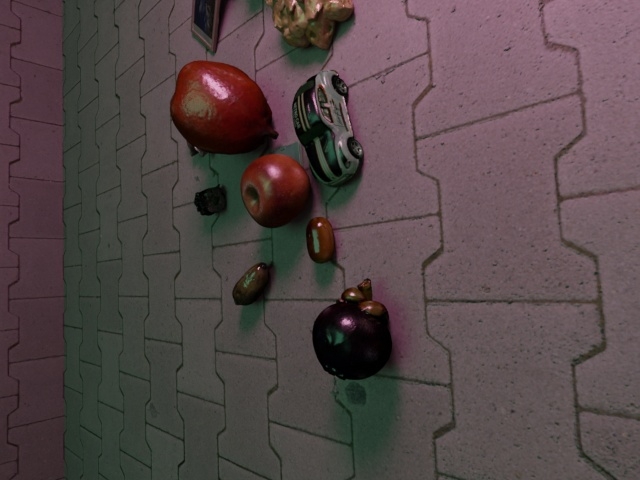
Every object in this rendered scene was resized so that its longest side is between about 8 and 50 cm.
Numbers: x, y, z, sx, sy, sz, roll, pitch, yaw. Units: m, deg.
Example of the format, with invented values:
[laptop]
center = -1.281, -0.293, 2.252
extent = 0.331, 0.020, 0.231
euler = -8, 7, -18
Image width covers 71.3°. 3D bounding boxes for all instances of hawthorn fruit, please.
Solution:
[hawthorn fruit]
center = -0.293, -0.380, 1.316
extent = 0.311, 0.295, 0.295
euler = 47, 120, 39

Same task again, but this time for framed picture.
[framed picture]
center = -0.401, -0.838, 1.568
extent = 0.209, 0.019, 0.281
euler = 47, 136, 34

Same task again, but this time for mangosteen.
[mangosteen]
center = 0.079, 0.201, 1.020
extent = 0.194, 0.194, 0.230
euler = 4, 62, 45

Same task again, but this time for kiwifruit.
[kiwifruit]
center = 0.000, 0.000, 1.163
extent = 0.075, 0.075, 0.124
euler = -18, 72, 43

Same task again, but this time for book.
[book]
center = -0.101, -0.226, 1.306
extent = 0.135, 0.017, 0.103
euler = -10, 84, 44

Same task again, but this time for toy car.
[toy car]
center = 0.002, -0.289, 1.133
extent = 0.136, 0.125, 0.305
euler = -23, 72, 42

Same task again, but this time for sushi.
[sushi]
center = -0.374, -0.137, 1.533
extent = 0.084, 0.098, 0.094
euler = -11, 100, 48

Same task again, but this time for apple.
[apple]
center = -0.119, -0.138, 1.224
extent = 0.201, 0.162, 0.201
euler = 30, 131, 42

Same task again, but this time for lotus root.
[lotus root]
center = -0.210, 0.138, 1.359
extent = 0.080, 0.089, 0.179
euler = 39, 119, -3

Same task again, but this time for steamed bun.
[steamed bun]
center = -0.037, -0.655, 1.176
extent = 0.292, 0.137, 0.295
euler = -9, 80, 41

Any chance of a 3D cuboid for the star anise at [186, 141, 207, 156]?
[star anise]
center = -0.423, -0.389, 1.590
extent = 0.212, 0.073, 0.196
euler = -25, 68, 45
